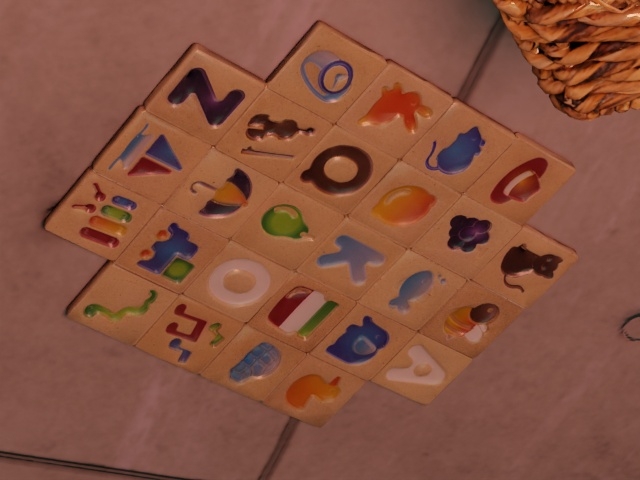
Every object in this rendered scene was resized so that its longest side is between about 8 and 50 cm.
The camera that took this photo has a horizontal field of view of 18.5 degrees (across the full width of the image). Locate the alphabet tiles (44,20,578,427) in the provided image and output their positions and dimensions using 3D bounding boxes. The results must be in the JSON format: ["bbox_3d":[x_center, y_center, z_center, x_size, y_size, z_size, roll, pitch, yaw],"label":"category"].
[{"bbox_3d":[0.000,0.000,1.352,0.342,0.011,0.285,27,119,-30],"label":"alphabet tiles"}]

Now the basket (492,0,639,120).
[{"bbox_3d":[0.210,-0.229,1.068,0.299,0.213,0.223,-24,132,8],"label":"basket"}]
